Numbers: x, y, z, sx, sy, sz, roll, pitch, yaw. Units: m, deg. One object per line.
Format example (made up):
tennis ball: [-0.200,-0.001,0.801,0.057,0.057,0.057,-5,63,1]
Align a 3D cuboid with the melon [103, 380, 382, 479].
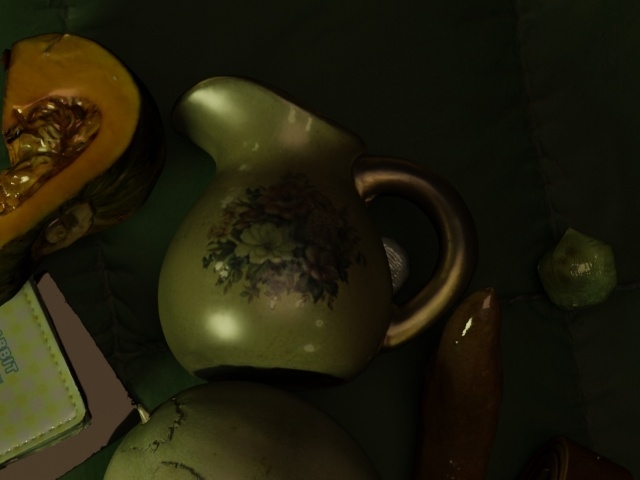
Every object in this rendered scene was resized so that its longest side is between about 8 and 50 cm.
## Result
melon: [-0.070,0.279,1.346,0.330,0.268,0.268,43,80,-19]

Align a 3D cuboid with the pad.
pad: [-0.367,0.193,1.439,0.300,0.005,0.202,-34,91,-10]

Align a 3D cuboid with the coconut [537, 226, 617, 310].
coconut: [0.292,0.031,1.525,0.088,0.088,0.096,-19,94,-11]

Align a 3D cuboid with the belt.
belt: [0.245,0.343,1.439,0.105,0.184,0.261,30,68,-7]

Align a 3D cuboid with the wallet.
wallet: [-0.411,0.163,1.376,0.309,0.077,0.223,-25,73,-9]

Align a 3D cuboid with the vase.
vase: [0.000,0.000,1.399,0.329,0.241,0.302,2,74,0]

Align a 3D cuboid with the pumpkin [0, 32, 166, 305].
pumpkin: [-0.294,-0.084,1.374,0.280,0.139,0.190,-38,73,-22]

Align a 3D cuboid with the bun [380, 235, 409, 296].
bun: [0.060,0.034,1.503,0.083,0.045,0.083,0,91,5]

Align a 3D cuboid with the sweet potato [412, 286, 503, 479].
sweet potato: [0.152,0.195,1.456,0.092,0.114,0.341,1,109,-12]
